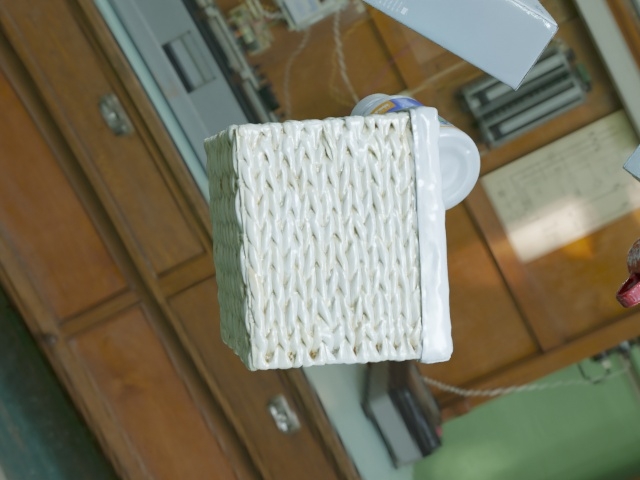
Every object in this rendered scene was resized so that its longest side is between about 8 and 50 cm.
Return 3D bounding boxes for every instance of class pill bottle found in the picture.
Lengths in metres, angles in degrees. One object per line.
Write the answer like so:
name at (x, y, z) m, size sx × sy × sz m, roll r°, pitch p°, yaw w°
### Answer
pill bottle at (0.151, -0.167, 1.867) m, size 0.152 × 0.152 × 0.272 m, roll 55°, pitch -4°, yaw -34°

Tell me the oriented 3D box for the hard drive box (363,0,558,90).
hard drive box at (0.144, -0.292, 1.243) m, size 0.232 × 0.089 × 0.181 m, roll 27°, pitch 22°, yaw -12°

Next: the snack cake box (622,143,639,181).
snack cake box at (0.684, -0.184, 1.878) m, size 0.089 × 0.264 × 0.152 m, roll 28°, pitch 13°, yaw -44°

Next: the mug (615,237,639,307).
mug at (0.485, 0.032, 1.519) m, size 0.169 × 0.150 × 0.113 m, roll 27°, pitch 55°, yaw -87°

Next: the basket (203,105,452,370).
basket at (0.000, 0.000, 1.435) m, size 0.328 × 0.266 × 0.331 m, roll -171°, pitch -104°, yaw -77°
